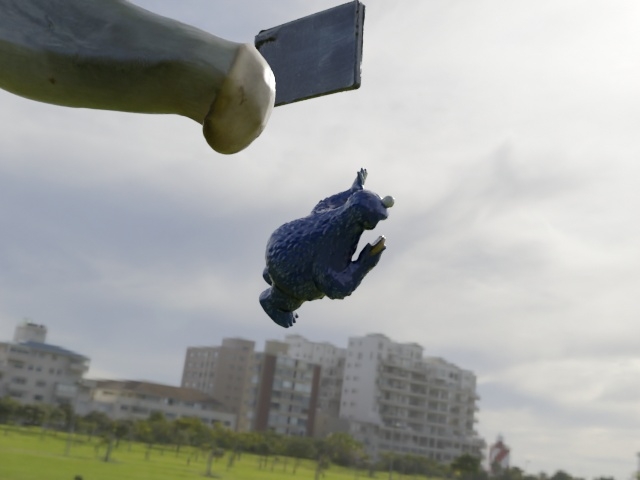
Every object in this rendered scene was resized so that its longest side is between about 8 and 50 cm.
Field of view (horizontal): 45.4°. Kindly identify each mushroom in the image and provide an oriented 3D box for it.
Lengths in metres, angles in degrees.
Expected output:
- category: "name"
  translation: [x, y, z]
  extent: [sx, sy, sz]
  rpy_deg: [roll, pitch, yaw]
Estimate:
- category: "mushroom"
  translation: [-0.200, -0.191, 0.739]
  extent: [0.329, 0.159, 0.122]
  rpy_deg: [20, 21, 7]

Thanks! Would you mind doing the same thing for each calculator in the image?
- category: "calculator"
  translation: [-0.029, -0.325, 1.368]
  extent: [0.262, 0.161, 0.021]
  rpy_deg: [-2, -8, 43]

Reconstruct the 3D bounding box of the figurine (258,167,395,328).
- category: "figurine"
  translation: [-0.002, 0.009, 1.098]
  extent: [0.121, 0.164, 0.262]
  rpy_deg: [21, -60, -36]
